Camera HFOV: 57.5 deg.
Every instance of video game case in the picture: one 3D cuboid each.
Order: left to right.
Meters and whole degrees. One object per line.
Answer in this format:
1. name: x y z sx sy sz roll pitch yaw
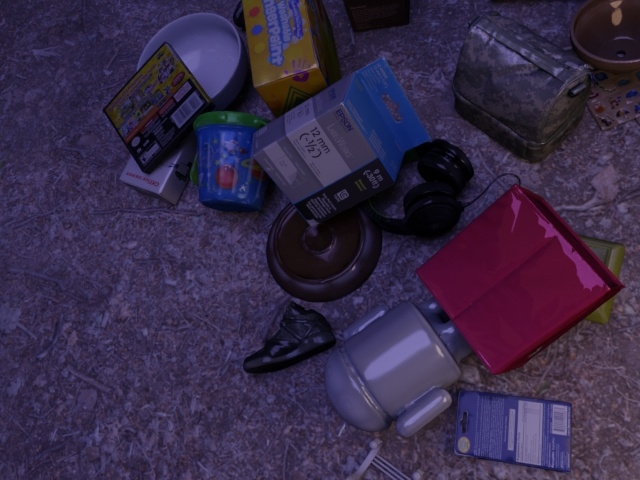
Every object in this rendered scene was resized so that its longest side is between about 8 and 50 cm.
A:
1. video game case: -0.449 -0.365 1.606 0.275 0.035 0.248 -41 72 14

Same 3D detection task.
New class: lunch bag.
1. lunch bag: 0.466 -0.365 1.349 0.212 0.256 0.305 -44 64 -2

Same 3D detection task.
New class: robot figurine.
1. robot figurine: 0.154 0.267 1.239 0.353 0.200 0.300 -35 41 3

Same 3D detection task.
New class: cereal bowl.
1. cereal bowl: -0.360 -0.491 1.720 0.338 0.141 0.339 -6 69 16

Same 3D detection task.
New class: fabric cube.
1. fabric cube: 0.399 0.078 1.161 0.258 0.254 0.259 -44 65 22

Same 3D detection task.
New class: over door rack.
1. over door rack: 0.117 0.605 1.177 0.239 0.108 0.324 31 82 26

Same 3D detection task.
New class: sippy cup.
1. sippy cup: -0.225 -0.194 1.532 0.239 0.305 0.224 7 82 -10

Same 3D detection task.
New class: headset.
1. headset: 0.292 -0.107 1.391 0.394 0.185 0.244 6 62 33

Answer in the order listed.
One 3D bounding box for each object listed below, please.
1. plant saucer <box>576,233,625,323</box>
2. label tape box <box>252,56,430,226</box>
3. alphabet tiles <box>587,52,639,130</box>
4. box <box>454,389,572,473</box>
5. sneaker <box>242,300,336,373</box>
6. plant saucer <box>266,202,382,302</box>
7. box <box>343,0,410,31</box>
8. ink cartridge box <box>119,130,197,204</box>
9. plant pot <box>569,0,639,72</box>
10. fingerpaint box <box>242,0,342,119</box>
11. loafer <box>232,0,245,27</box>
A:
1. plant saucer: 0.551 0.067 1.277 0.188 0.045 0.189 14 75 22
2. label tape box: 0.055 -0.215 1.337 0.347 0.249 0.115 -26 36 18
3. alphabet tiles: 0.761 -0.353 1.390 0.237 0.009 0.198 -22 66 9
4. box: 0.397 0.391 1.207 0.225 0.036 0.137 4 71 17
5. sneaker: -0.088 0.232 1.395 0.227 0.087 0.130 -26 63 4
6. plant saucer: 0.000 0.000 1.475 0.310 0.050 0.311 -6 67 15
7. box: 0.151 -0.717 1.610 0.166 0.203 0.169 -2 70 16
8. ink cartridge box: -0.449 -0.231 1.676 0.160 0.092 0.220 20 78 23
9. plant pot: 0.719 -0.476 1.385 0.237 0.110 0.238 -9 60 16
10. fingerpaint box: -0.060 -0.486 1.498 0.163 0.371 0.445 -15 67 12
11. loafer: -0.175 -0.737 1.790 0.223 0.076 0.078 -45 56 -7
